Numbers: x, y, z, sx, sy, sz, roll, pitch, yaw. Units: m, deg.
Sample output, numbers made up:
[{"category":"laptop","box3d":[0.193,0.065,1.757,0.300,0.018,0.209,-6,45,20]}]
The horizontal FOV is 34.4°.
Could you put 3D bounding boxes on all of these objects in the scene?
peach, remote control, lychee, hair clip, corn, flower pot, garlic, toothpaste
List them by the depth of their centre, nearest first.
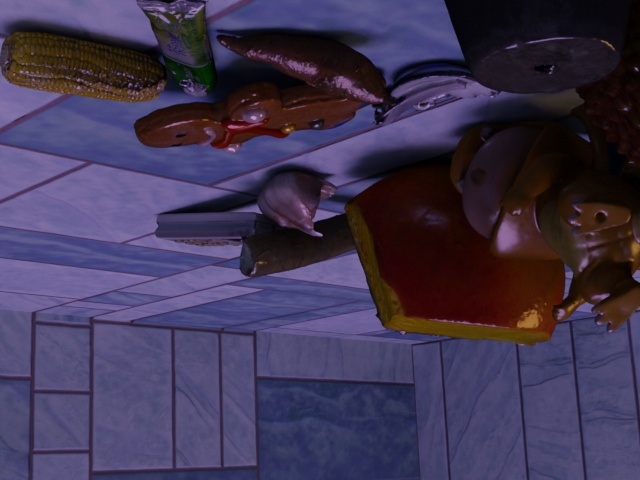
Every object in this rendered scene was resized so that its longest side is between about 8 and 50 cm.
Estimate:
[{"category":"flower pot","box3d":[0.211,-0.231,0.999,0.235,0.148,0.235,-1,168,0]},{"category":"lychee","box3d":[0.404,-0.177,1.114,0.271,0.236,0.236,19,160,-22]},{"category":"toothpaste","box3d":[-0.156,-0.223,1.202,0.078,0.046,0.248,3,166,1]},{"category":"corn","box3d":[-0.275,-0.202,1.216,0.203,0.072,0.072,5,166,-35]},{"category":"hair clip","box3d":[0.145,-0.195,1.372,0.172,0.049,0.116,-16,166,38]},{"category":"peach","box3d":[0.221,0.015,1.727,0.380,0.306,0.242,11,160,0]},{"category":"garlic","box3d":[-0.050,-0.067,1.809,0.124,0.099,0.174,23,160,-19]},{"category":"remote control","box3d":[-0.187,-0.019,1.974,0.277,0.055,0.103,0,173,41]}]

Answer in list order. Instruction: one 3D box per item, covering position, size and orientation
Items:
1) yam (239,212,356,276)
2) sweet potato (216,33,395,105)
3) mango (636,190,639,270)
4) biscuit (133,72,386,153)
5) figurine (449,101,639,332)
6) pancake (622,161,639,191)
[{"category":"yam","box3d":[0.000,0.000,1.913,0.372,0.083,0.083,-13,178,-42]},{"category":"sweet potato","box3d":[-0.013,-0.217,1.234,0.226,0.068,0.068,19,163,-9]},{"category":"mango","box3d":[0.562,-0.018,1.773,0.176,0.119,0.317,-14,158,41]},{"category":"biscuit","box3d":[-0.084,-0.159,1.367,0.324,0.049,0.205,-8,171,-23]},{"category":"figurine","box3d":[0.378,-0.032,1.477,0.268,0.401,0.387,-38,-158,4]},{"category":"pancake","box3d":[0.510,-0.092,1.843,0.382,0.071,0.382,-3,164,-1]}]
